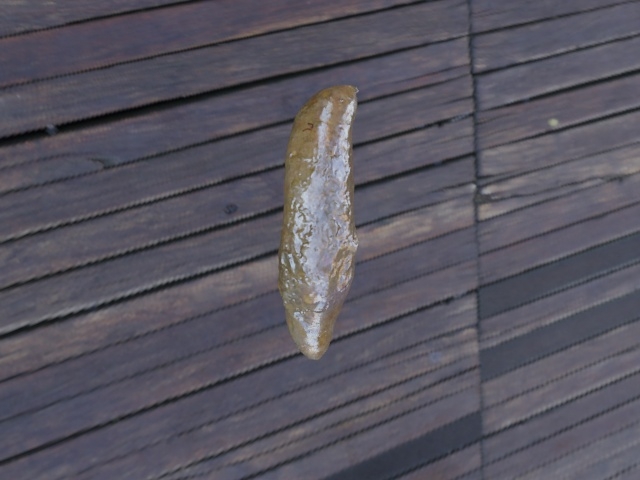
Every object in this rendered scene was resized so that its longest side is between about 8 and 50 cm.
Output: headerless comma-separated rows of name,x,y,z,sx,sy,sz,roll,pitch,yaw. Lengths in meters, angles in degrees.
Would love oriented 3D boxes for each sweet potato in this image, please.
sweet potato,-0.001,-0.001,0.985,0.092,0.114,0.341,7,109,9
